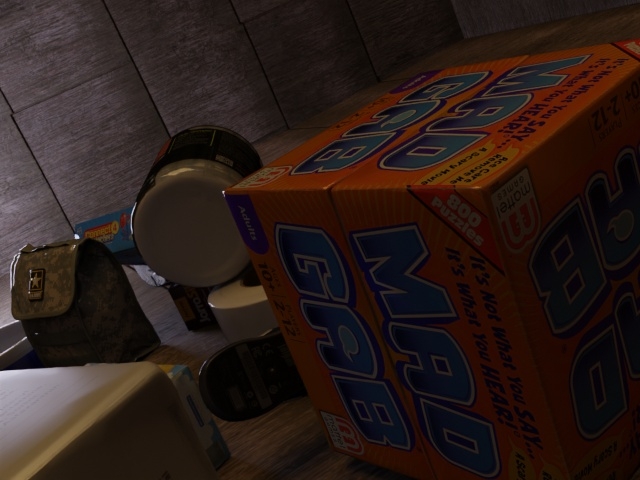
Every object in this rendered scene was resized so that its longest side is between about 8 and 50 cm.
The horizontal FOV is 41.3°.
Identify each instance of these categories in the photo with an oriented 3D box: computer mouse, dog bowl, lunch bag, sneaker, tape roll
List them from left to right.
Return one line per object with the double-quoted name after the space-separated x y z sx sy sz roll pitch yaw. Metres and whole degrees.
-0.716 0.280 1.891 0.264 0.104 0.265 -22 16 7 "dog bowl"
-0.497 0.134 1.719 0.235 0.287 0.169 -9 22 40 "lunch bag"
-0.367 0.040 2.178 0.235 0.094 0.153 -6 23 47 "sneaker"
-0.034 0.113 1.343 0.246 0.169 0.246 -22 17 7 "tape roll"
-0.021 0.187 1.091 0.262 0.184 0.060 -26 -7 -28 "computer mouse"

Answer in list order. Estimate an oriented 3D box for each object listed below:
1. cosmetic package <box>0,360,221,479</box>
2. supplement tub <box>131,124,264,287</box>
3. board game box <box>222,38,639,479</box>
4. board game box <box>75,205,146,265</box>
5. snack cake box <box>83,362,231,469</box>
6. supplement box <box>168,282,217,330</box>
-0.292 0.331 0.729 0.393 0.329 0.327 -9 23 39 "cosmetic package"
-0.197 -0.075 1.453 0.207 0.207 0.338 -22 21 7 "supplement tub"
0.185 0.023 0.940 0.356 0.357 0.356 -35 24 -34 "board game box"
-0.301 -0.010 1.789 0.302 0.086 0.308 -13 -11 40 "board game box"
-0.267 0.264 1.224 0.264 0.152 0.089 -7 23 44 "snack cake box"
-0.201 0.098 1.738 0.188 0.104 0.081 -21 17 13 "supplement box"
